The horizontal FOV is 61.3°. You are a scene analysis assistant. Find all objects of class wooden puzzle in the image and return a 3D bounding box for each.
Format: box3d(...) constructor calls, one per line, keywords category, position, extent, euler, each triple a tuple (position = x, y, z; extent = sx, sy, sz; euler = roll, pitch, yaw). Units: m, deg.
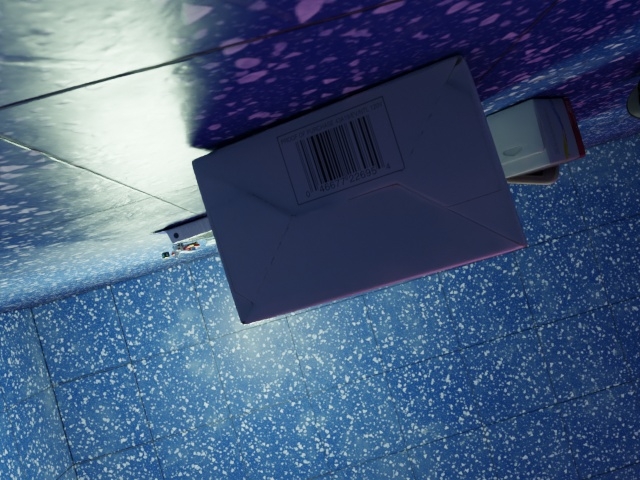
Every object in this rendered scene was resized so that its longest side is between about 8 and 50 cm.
box3d(category="wooden puzzle", position=(0.510, -0.210, 1.447), extent=(0.238, 0.044, 0.221), euler=(0, -149, 24))

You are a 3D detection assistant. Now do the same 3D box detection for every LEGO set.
box3d(category="LEGO set", position=(-0.452, 0.029, 1.963), extent=(0.244, 0.060, 0.182), euler=(-15, 175, -18))

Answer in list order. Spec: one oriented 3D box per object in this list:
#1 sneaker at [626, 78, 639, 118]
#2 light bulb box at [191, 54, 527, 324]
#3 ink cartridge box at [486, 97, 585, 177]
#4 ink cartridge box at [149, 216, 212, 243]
box3d(category="sneaker", position=(0.616, -0.286, 0.972), extent=(0.107, 0.101, 0.271), euler=(-2, 177, 5))
box3d(category="light bulb box", position=(0.078, -0.058, 0.784), extent=(0.357, 0.226, 0.361), euler=(-17, 179, 17))
box3d(category="ink cartridge box", position=(0.414, -0.199, 1.065), extent=(0.176, 0.128, 0.128), euler=(-15, 179, -44))
box3d(category="ink cartridge box", position=(-0.306, -0.029, 1.423), extent=(0.208, 0.045, 0.206), euler=(-15, 180, 14))
